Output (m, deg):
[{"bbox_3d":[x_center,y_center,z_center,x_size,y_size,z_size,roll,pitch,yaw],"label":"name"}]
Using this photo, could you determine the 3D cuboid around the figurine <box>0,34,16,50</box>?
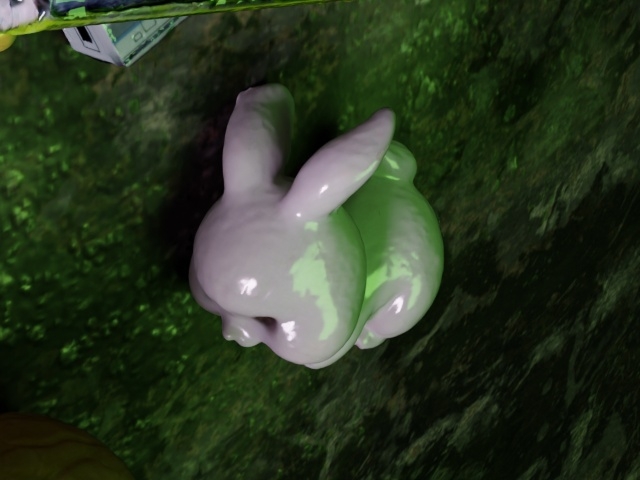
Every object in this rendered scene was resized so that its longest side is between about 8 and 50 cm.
[{"bbox_3d":[-0.179,-0.105,0.590,0.083,0.050,0.047,-15,132,-48],"label":"figurine"}]

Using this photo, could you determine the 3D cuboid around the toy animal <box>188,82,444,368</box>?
[{"bbox_3d":[0.003,-0.006,0.846,0.193,0.127,0.178,23,93,-57],"label":"toy animal"}]

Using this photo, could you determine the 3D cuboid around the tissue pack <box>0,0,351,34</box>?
[{"bbox_3d":[-0.058,-0.197,0.607,0.235,0.073,0.173,-16,106,-39],"label":"tissue pack"}]

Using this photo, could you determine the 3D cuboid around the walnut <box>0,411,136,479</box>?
[{"bbox_3d":[-0.191,0.183,0.691,0.207,0.167,0.167,-22,131,-44],"label":"walnut"}]

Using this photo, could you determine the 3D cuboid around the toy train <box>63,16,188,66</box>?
[{"bbox_3d":[-0.046,-0.193,0.706,0.252,0.055,0.048,-46,130,-23],"label":"toy train"}]
